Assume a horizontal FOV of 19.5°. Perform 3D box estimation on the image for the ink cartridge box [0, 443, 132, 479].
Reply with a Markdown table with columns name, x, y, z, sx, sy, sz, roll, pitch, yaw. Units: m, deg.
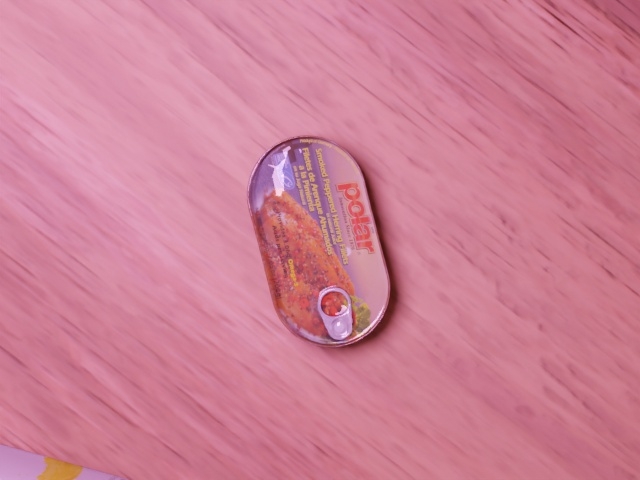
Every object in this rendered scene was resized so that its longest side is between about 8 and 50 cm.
| name | x | y | z | sx | sy | sz | roll | pitch | yaw |
| --- | --- | --- | --- | --- | --- | --- | --- | --- | --- |
| ink cartridge box | -0.293 | 0.328 | 1.620 | 0.385 | 0.160 | 0.279 | 14 | 93 | 2 |

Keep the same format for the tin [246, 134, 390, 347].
| name | x | y | z | sx | sy | sz | roll | pitch | yaw |
| --- | --- | --- | --- | --- | --- | --- | --- | --- | --- |
| tin | 0.000 | 0.000 | 1.649 | 0.106 | 0.040 | 0.189 | -13 | 93 | 8 |
